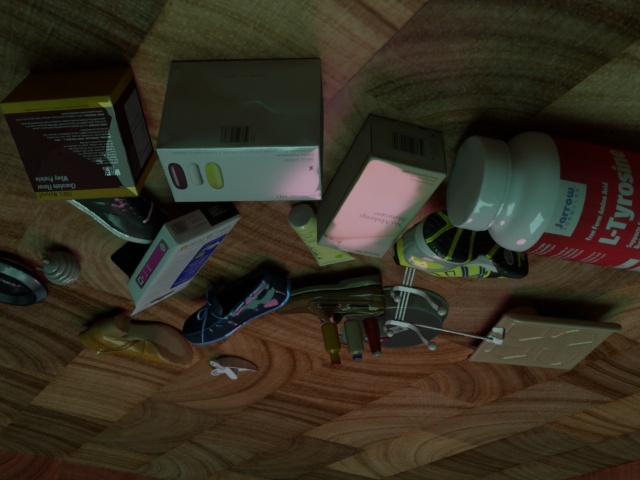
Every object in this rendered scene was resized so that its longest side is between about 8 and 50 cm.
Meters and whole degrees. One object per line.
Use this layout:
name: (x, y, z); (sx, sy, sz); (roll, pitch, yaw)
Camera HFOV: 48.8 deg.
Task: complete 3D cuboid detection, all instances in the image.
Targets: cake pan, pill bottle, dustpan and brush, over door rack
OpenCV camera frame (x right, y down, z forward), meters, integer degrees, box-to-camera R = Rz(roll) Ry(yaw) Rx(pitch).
cake pan: (0.210, 0.221, 1.956); (0.293, 0.054, 0.293); (1, 147, 0)
pill bottle: (0.460, -0.078, 1.335); (0.408, 0.229, 0.229); (9, 146, -11)
dustpan and brush: (-0.300, 0.402, 2.242); (0.147, 0.060, 0.211); (-9, 145, 15)
over door rack: (0.332, 0.149, 1.720); (0.324, 0.108, 0.239); (6, 121, -6)

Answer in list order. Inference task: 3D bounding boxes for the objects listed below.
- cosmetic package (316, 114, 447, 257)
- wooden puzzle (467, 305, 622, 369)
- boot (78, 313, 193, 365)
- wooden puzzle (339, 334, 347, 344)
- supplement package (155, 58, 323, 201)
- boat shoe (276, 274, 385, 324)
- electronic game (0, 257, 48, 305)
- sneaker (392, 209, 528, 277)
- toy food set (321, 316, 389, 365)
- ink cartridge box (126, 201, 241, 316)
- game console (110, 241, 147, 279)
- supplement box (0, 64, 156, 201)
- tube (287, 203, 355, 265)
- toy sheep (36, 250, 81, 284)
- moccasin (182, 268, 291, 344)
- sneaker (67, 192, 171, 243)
cosmetic package: (0.114, -0.099, 1.426); (0.160, 0.113, 0.309); (11, 144, -14)
wooden puzzle: (0.621, 0.273, 2.004); (0.322, 0.080, 0.348); (6, 151, -7)
boot: (-0.546, 0.308, 2.090); (0.295, 0.104, 0.211); (33, 141, -31)
wooden puzzle: (0.065, 0.298, 2.120); (0.083, 0.006, 0.049); (13, 145, -17)
supplement package: (-0.127, -0.188, 1.216); (0.262, 0.204, 0.145); (-1, 147, 3)
boat shoe: (0.018, 0.167, 1.810); (0.307, 0.104, 0.111); (-14, 168, 24)
electronic game: (-0.820, 0.104, 1.825); (0.229, 0.048, 0.229); (8, 146, 5)
sneaker: (0.316, 0.015, 1.547); (0.385, 0.145, 0.147); (13, 155, -39)
toy food set: (0.105, 0.260, 1.804); (0.111, 0.104, 0.232); (-18, 163, 28)
ink cartridge box: (-0.329, 0.045, 1.616); (0.176, 0.069, 0.371); (-29, 167, -41)
game console: (-0.440, 0.045, 1.754); (0.107, 0.071, 0.122); (-8, 162, -47)
supplement box: (-0.418, -0.187, 1.245); (0.191, 0.129, 0.194); (-3, 125, 6)
tube: (0.000, 0.000, 1.631); (0.070, 0.062, 0.240); (31, 168, 33)
toy sheep: (-0.640, 0.066, 1.729); (0.091, 0.091, 0.132); (-10, 163, 17)
moccasin: (-0.237, 0.154, 1.831); (0.342, 0.138, 0.117); (-31, 132, 19)
sneaker: (-0.401, -0.091, 1.460); (0.147, 0.104, 0.296); (-23, 135, 40)
